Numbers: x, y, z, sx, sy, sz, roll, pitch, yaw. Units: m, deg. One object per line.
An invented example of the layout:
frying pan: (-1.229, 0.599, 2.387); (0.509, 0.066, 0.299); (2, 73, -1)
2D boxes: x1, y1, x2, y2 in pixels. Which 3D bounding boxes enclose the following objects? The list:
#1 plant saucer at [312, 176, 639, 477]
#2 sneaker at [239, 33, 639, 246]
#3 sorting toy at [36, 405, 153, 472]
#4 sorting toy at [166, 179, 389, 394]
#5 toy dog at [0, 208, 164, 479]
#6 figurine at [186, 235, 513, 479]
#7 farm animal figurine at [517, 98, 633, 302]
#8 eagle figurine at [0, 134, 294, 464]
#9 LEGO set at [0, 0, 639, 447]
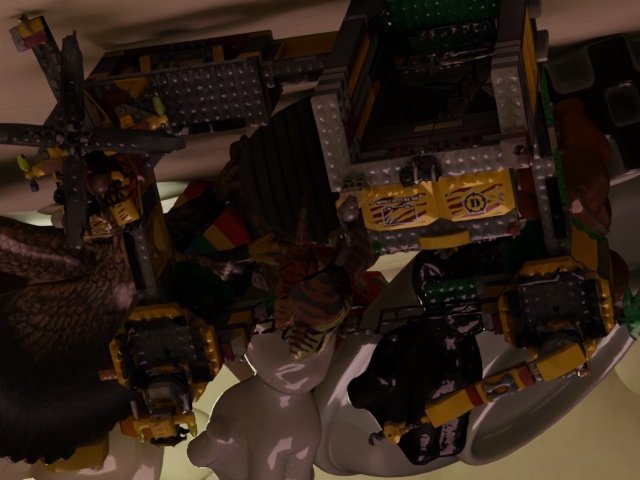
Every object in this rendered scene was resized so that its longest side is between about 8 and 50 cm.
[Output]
plant saucer: (0.168, 0.081, 1.529); (0.400, 0.100, 0.400); (-35, 157, -17)
sneaker: (0.107, -0.056, 1.302); (0.330, 0.122, 0.146); (-9, 173, -4)
sorting toy: (-0.274, 0.124, 1.393); (0.307, 0.041, 0.229); (18, -151, 32)
sorting toy: (-0.023, 0.049, 1.650); (0.089, 0.255, 0.257); (-52, 160, 16)
toy dog: (-0.358, 0.137, 1.687); (0.408, 0.284, 0.395); (-6, 152, -28)
figurine: (0.023, 0.084, 1.257); (0.215, 0.092, 0.209); (-17, 147, -24)
farm animal figurine: (0.295, -0.042, 1.088); (0.330, 0.172, 0.327); (-8, 154, -25)
eagle figurine: (-0.166, 0.021, 1.335); (0.298, 0.225, 0.226); (-20, -172, -13)
LEGO set: (0.000, 0.000, 0.930); (0.331, 0.255, 0.192); (0, -156, 8)
